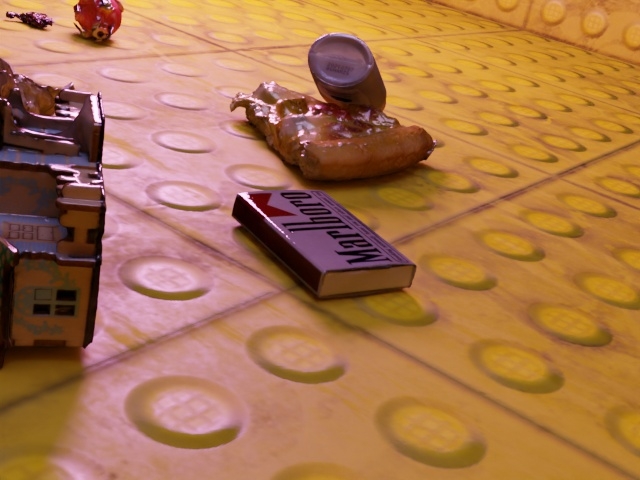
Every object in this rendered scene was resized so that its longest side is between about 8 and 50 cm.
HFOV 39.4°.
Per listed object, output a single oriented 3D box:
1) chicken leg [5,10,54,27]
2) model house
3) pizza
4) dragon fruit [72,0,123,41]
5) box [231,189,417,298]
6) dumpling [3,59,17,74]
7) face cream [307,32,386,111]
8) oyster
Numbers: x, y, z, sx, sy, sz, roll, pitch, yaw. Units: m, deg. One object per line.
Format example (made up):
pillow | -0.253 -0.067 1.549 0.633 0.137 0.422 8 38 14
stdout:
chicken leg | -0.496 -0.382 1.536 0.083 0.021 0.036 16 33 10
model house | -0.278 -0.040 0.690 0.207 0.178 0.271 3 28 -18
pizza | -0.014 -0.160 1.212 0.288 0.075 0.280 25 25 25
dragon fruit | -0.379 -0.385 1.532 0.081 0.086 0.116 43 8 -43
box | 0.000 0.000 0.904 0.115 0.035 0.177 -4 29 -33
dumpling | -0.422 -0.215 1.173 0.077 0.043 0.059 -11 13 -9
face cream | 0.042 -0.233 1.299 0.107 0.073 0.269 19 1 6
oyster | -0.378 -0.167 1.038 0.162 0.107 0.233 7 6 -11
